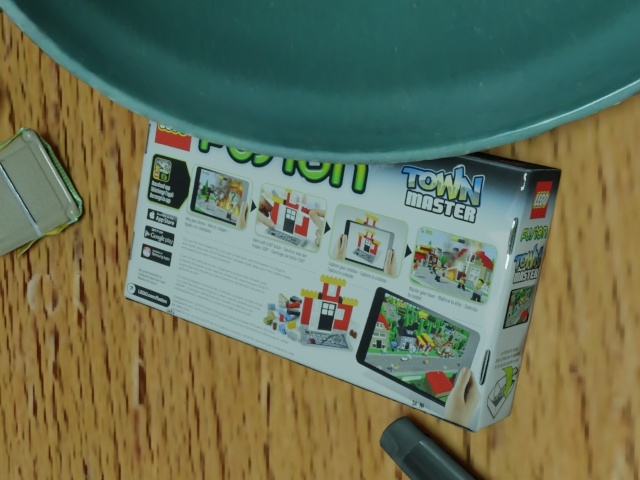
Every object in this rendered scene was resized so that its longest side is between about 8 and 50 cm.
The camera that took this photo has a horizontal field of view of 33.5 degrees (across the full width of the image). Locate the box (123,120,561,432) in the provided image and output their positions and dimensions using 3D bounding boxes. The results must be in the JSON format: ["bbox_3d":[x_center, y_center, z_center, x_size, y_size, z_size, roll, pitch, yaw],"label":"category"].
[{"bbox_3d":[0.000,0.000,0.497,0.207,0.036,0.114,17,103,32],"label":"box"}]

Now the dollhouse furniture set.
[{"bbox_3d":[-0.191,-0.069,0.632,0.076,0.058,0.151,-25,98,26],"label":"dollhouse furniture set"}]

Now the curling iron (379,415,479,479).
[{"bbox_3d":[0.131,0.157,0.421,0.274,0.035,0.068,35,100,29],"label":"curling iron"}]

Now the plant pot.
[{"bbox_3d":[0.023,-0.194,0.346,0.293,0.293,0.196,-36,47,31],"label":"plant pot"}]
